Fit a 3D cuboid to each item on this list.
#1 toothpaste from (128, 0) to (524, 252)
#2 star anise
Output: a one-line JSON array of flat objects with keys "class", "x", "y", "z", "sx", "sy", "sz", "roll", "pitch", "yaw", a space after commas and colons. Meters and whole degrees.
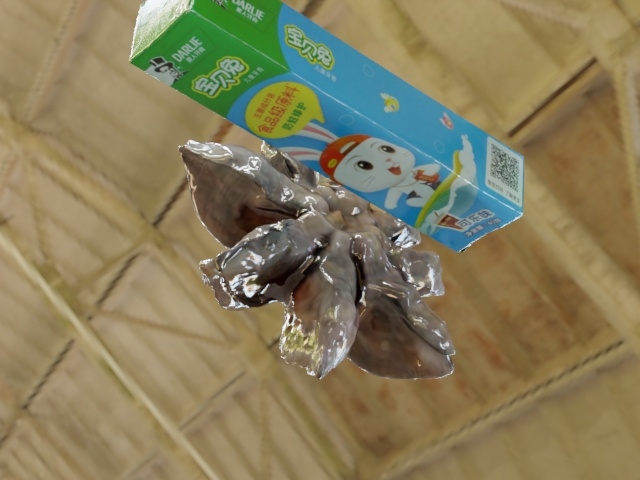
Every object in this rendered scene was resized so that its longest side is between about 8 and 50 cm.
[{"class": "toothpaste", "x": 0.012, "y": -0.077, "z": 0.874, "sx": 0.267, "sy": 0.050, "sz": 0.065, "roll": 29, "pitch": -40, "yaw": -29}, {"class": "star anise", "x": 0.000, "y": 0.000, "z": 0.970, "sx": 0.229, "sy": 0.236, "sz": 0.093, "roll": 31, "pitch": -47, "yaw": -8}]
